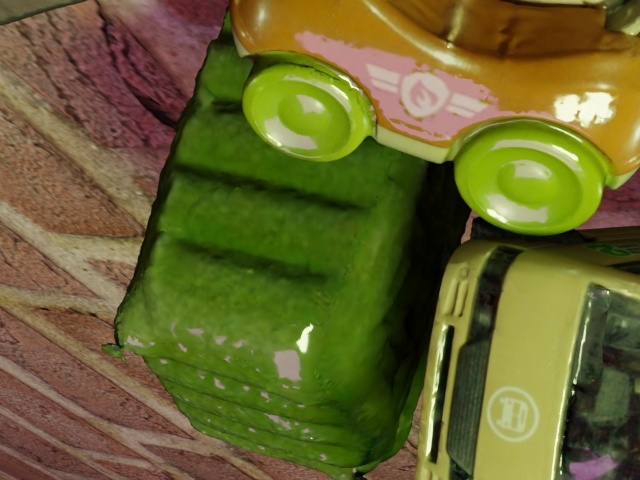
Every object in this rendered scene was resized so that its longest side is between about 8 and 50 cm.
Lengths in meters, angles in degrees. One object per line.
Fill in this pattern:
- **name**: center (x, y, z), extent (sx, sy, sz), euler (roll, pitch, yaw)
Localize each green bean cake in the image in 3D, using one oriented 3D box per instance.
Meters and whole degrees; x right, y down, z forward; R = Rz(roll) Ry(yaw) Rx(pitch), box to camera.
- **green bean cake**: center (0.000, 0.000, 0.952), extent (0.156, 0.247, 0.250), euler (14, 159, 12)

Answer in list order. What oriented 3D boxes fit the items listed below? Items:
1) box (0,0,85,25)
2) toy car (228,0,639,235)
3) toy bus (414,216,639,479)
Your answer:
- **box**: center (-0.122, -0.201, 0.616), extent (0.252, 0.188, 0.153), euler (-6, 149, 44)
- **toy car**: center (0.076, -0.137, 0.733), extent (0.235, 0.145, 0.235), euler (11, 140, 10)
- **toy bus**: center (0.219, 0.077, 0.872), extent (0.202, 0.176, 0.365), euler (14, -168, 39)
